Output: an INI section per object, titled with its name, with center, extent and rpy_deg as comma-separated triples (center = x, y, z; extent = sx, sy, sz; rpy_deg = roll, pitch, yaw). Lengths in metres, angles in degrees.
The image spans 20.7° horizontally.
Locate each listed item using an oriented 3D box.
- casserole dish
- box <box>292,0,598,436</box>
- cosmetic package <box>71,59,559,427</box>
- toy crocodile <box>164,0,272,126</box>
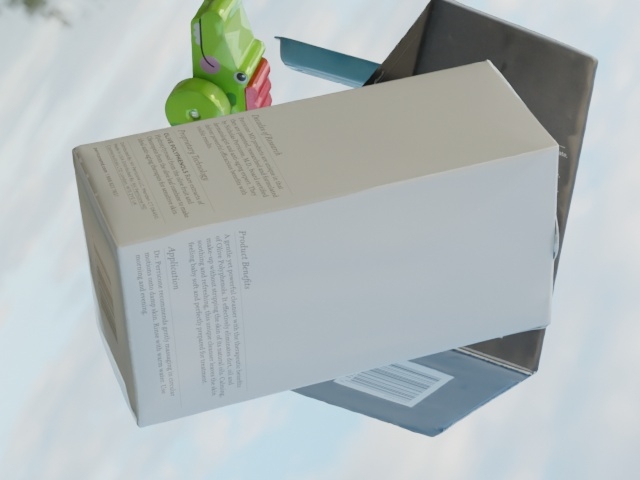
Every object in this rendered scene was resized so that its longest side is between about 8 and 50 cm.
[casserole dish]
center = 0.026, -0.221, 2.257
extent = 0.114, 0.188, 0.037
rpy_deg = -7, 113, -83
[box]
center = 0.130, -0.019, 1.982
extent = 0.293, 0.212, 0.396
rpy_deg = 133, -26, -64
[cosmetic package]
center = 0.000, 0.000, 1.434
extent = 0.155, 0.365, 0.197
rpy_deg = -122, -156, -49
[toy crocodile]
center = -0.091, -0.101, 1.782
extent = 0.115, 0.105, 0.341
rpy_deg = -64, 160, -53
